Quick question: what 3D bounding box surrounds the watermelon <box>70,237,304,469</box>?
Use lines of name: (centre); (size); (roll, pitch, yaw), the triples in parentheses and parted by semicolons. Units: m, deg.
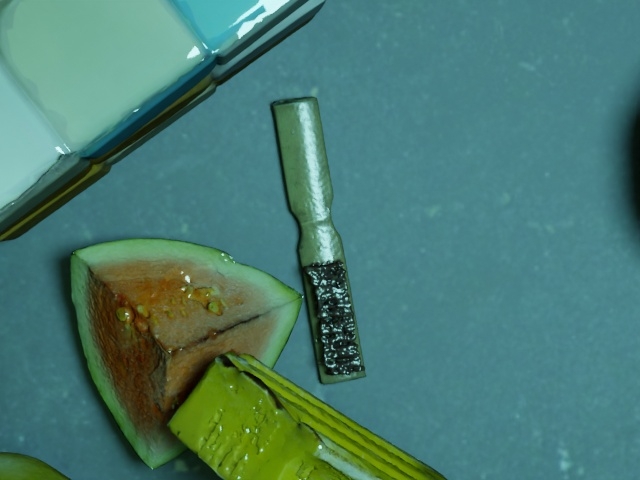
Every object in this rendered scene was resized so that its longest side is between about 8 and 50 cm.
watermelon: (-0.131, 0.072, 1.316); (0.145, 0.137, 0.193); (40, 88, 29)

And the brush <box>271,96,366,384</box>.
brush: (0.000, 0.000, 1.345); (0.043, 0.036, 0.248); (-10, 93, -7)

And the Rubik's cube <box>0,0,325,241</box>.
Rubik's cube: (-0.222, -0.224, 1.172); (0.347, 0.344, 0.346); (-36, 94, -3)

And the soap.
soap: (0.004, 0.182, 1.258); (0.257, 0.160, 0.080); (33, 94, -20)

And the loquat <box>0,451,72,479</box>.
loquat: (-0.259, 0.250, 1.289); (0.195, 0.152, 0.152); (6, 92, -11)
